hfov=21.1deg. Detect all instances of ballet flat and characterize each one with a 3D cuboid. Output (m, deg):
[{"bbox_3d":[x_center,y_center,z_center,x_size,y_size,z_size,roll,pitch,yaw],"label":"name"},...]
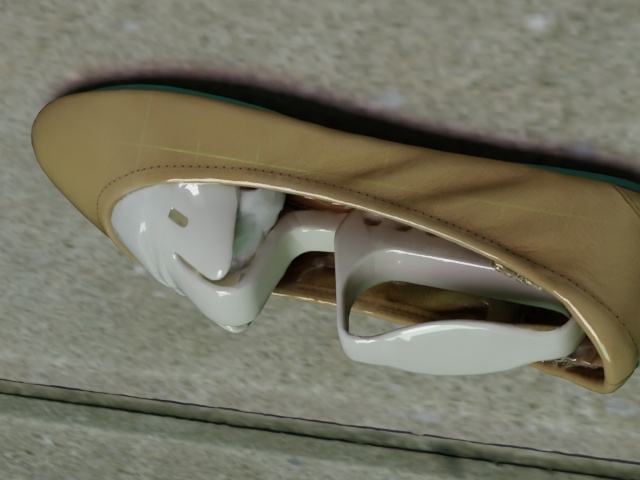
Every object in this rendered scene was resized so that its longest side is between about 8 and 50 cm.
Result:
[{"bbox_3d":[0.000,0.000,0.566,0.232,0.073,0.080,9,146,17],"label":"ballet flat"}]
